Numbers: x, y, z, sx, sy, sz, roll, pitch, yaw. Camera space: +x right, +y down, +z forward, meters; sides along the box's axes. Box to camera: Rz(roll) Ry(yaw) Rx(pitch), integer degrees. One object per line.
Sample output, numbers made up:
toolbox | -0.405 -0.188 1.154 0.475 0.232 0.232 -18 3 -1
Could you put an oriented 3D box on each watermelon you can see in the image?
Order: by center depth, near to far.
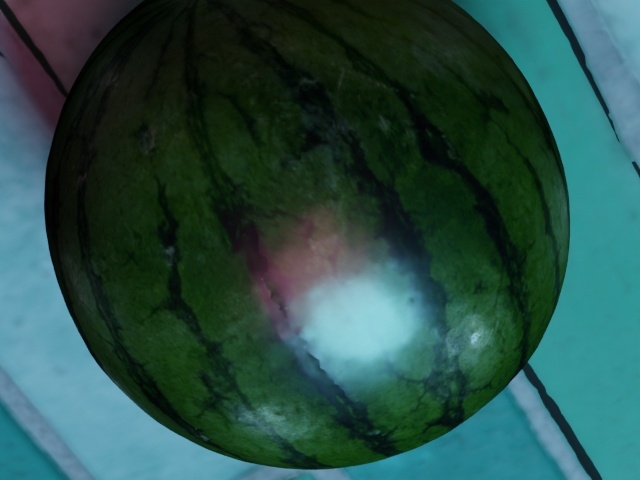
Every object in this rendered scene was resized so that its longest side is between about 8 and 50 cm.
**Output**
watermelon | 0.000 0.000 0.659 0.188 0.188 0.214 -23 116 8
